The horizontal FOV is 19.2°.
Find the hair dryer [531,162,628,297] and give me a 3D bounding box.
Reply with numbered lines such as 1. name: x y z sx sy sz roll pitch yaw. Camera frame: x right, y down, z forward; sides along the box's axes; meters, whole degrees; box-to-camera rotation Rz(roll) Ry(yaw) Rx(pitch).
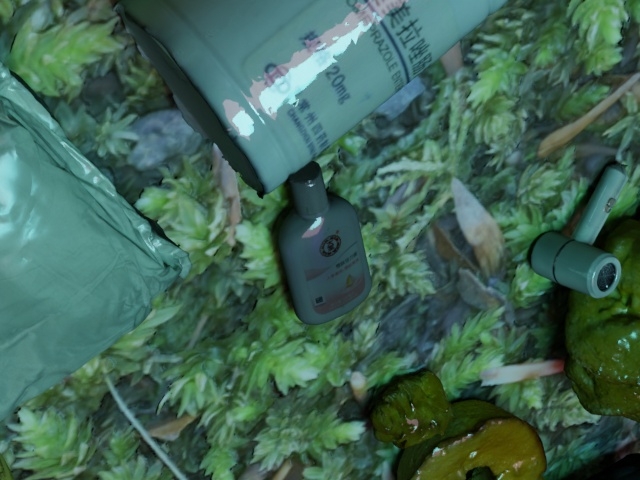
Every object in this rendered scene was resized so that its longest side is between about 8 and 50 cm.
1. hair dryer: 0.272 -0.015 1.862 0.047 0.082 0.137 35 81 -44

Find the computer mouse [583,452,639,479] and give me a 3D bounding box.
1. computer mouse: 0.286 0.317 2.045 0.264 0.147 0.088 -40 105 -5

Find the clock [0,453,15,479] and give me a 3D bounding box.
1. clock: -0.359 0.242 1.385 0.317 0.244 0.200 -4 142 12

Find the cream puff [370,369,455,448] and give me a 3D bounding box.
1. cream puff: 0.092 0.170 1.867 0.083 0.058 0.083 26 101 -42

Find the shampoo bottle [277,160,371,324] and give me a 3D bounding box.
1. shampoo bottle: 0.000 0.000 1.694 0.080 0.040 0.165 -27 133 -16

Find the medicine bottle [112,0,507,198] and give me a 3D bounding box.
1. medicine bottle: 0.025 -0.208 1.460 0.332 0.190 0.190 -39 135 -6

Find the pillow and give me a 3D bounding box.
1. pillow: -0.276 0.027 1.445 0.283 0.138 0.310 -41 138 -2

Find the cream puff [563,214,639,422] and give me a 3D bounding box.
1. cream puff: 0.360 0.079 1.928 0.244 0.196 0.244 -41 140 -48

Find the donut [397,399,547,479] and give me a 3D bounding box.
1. donut: 0.150 0.240 1.958 0.162 0.065 0.178 -23 132 -15
